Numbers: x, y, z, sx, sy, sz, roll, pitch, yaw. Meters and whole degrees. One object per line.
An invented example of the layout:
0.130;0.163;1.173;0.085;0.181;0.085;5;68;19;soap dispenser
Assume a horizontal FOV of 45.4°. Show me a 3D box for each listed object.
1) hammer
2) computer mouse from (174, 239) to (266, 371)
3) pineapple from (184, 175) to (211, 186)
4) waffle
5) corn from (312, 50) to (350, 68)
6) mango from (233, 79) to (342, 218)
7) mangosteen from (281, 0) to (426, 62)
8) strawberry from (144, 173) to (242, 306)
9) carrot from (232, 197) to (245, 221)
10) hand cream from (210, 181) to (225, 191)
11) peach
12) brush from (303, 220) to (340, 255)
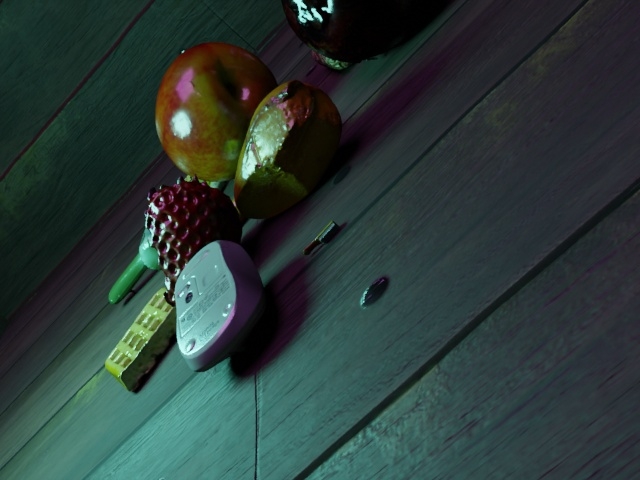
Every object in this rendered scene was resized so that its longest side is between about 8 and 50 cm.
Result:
-0.517;0.073;2.229;0.335;0.119;0.206;-49;18;22;hammer
-0.177;0.124;1.392;0.184;0.121;0.297;-45;34;7;computer mouse
-0.376;-0.174;2.393;0.236;0.114;0.186;-47;18;37;pineapple
-0.398;0.220;1.766;0.248;0.055;0.221;-55;21;-15;waffle
0.033;-0.538;2.185;0.098;0.098;0.290;-48;16;3;corn
-0.083;-0.180;1.657;0.199;0.201;0.350;-45;-8;-50;mango
0.084;-0.635;1.872;0.381;0.381;0.421;-36;13;32;mangosteen
-0.259;-0.009;1.638;0.150;0.253;0.280;-19;35;25;strawberry
-0.216;-0.051;1.887;0.271;0.066;0.062;-54;-24;-4;carrot
-0.326;-0.129;2.285;0.061;0.039;0.143;-27;34;41;hand cream
-0.290;-0.345;2.140;0.388;0.388;0.388;-42;21;20;peach
0.000;0.000;1.383;0.083;0.019;0.021;-43;30;11;brush
